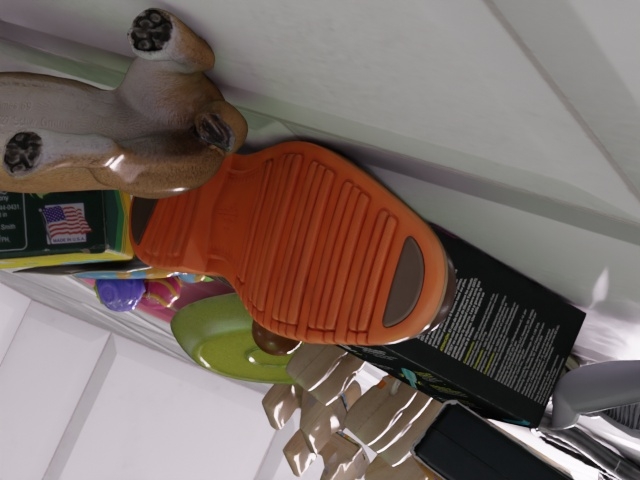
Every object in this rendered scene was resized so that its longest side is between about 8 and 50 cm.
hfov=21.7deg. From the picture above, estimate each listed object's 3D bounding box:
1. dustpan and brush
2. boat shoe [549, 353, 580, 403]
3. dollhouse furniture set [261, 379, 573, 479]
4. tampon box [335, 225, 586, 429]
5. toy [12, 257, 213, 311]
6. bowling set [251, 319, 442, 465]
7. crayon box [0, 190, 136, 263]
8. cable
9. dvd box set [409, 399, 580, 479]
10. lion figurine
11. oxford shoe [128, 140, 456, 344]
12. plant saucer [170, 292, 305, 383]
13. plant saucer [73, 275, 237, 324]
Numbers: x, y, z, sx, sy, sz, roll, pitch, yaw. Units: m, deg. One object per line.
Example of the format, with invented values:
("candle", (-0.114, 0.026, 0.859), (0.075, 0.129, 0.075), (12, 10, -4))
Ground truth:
("dustpan and brush", (0.230, 0.129, 1.335), (0.147, 0.060, 0.211), (-8, -169, -15))
("boat shoe", (0.179, 0.116, 1.477), (0.080, 0.073, 0.223), (22, 170, 16))
("dollhouse furniture set", (0.173, 0.289, 2.132), (0.362, 0.256, 0.394), (30, 157, 28))
("tampon box", (0.097, 0.063, 1.294), (0.161, 0.101, 0.120), (30, 169, -26))
("toy", (-0.175, 0.040, 1.657), (0.137, 0.056, 0.237), (-2, -174, 30))
("bowling set", (0.044, 0.093, 1.601), (0.200, 0.154, 0.287), (42, 176, 11))
("crayon box", (-0.272, -0.016, 1.453), (0.202, 0.081, 0.318), (-4, 178, -3))
("cable", (0.361, 0.298, 2.054), (0.139, 0.072, 0.287), (21, 172, 45))
("dvd box set", (0.245, 0.297, 1.396), (0.307, 0.062, 0.420), (33, 168, 26))
("lion figurine", (-0.181, -0.078, 1.108), (0.392, 0.142, 0.240), (15, 175, 25))
("oxford shoe", (0.000, 0.000, 1.194), (0.132, 0.130, 0.363), (16, -176, -34))
("plant saucer", (-0.050, 0.117, 1.878), (0.241, 0.037, 0.241), (1, 156, 1))
("plant saucer", (-0.182, 0.047, 1.997), (0.332, 0.084, 0.332), (24, 172, 4))
